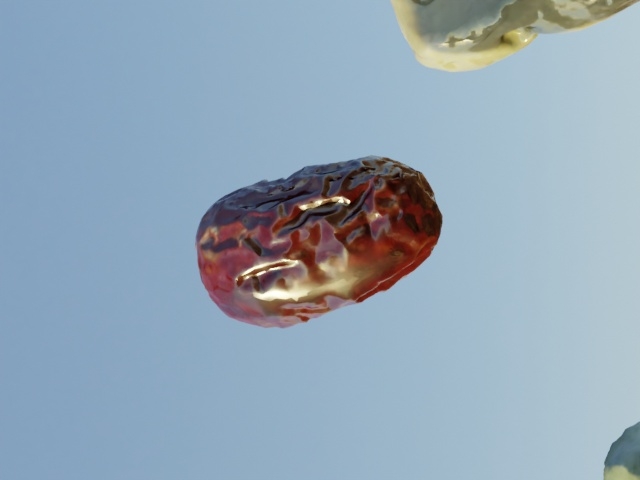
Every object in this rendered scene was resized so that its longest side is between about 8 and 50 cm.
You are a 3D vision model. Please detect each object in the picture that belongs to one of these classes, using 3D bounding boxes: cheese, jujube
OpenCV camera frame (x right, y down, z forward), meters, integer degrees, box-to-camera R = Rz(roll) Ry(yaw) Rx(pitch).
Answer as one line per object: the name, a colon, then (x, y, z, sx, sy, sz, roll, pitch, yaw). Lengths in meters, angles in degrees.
cheese: (0.177, -0.248, 1.510, 0.093, 0.263, 0.159, 14, -123, -67)
jujube: (0.000, 0.000, 0.917, 0.077, 0.129, 0.077, -17, -90, -72)

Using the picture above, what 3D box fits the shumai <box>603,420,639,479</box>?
shumai: (0.380, 0.202, 1.517, 0.292, 0.288, 0.330, 27, -159, -34)
